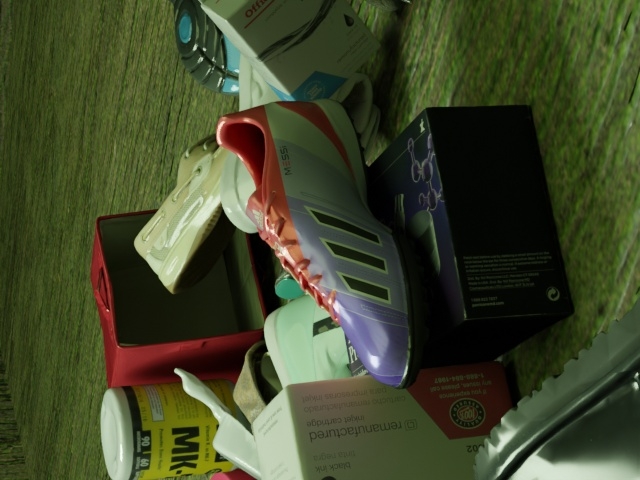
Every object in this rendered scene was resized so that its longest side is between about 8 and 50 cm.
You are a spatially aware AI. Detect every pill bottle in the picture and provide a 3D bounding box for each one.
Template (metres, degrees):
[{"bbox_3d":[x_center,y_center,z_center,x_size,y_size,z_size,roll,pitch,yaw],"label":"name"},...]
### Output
[{"bbox_3d":[-0.160,0.233,1.901,0.119,0.208,0.119,177,90,-70],"label":"pill bottle"}]

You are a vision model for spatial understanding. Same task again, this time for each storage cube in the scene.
[{"bbox_3d":[-0.185,0.080,1.955,0.193,0.215,0.184,113,147,-62],"label":"storage cube"}]

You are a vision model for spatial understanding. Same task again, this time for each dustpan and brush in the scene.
[{"bbox_3d":[-0.098,0.229,1.807,0.060,0.211,0.147,-56,-7,-11],"label":"dustpan and brush"}]

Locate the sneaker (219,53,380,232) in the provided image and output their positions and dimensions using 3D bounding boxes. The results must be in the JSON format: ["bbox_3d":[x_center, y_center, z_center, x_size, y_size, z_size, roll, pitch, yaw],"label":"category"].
[{"bbox_3d":[-0.002,-0.155,1.602,0.169,0.108,0.292,-21,49,38],"label":"sneaker"}]

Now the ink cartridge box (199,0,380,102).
[{"bbox_3d":[-0.037,-0.216,1.453,0.180,0.104,0.060,47,176,-37],"label":"ink cartridge box"}]

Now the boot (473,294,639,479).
[{"bbox_3d":[0.260,0.274,0.915,0.367,0.146,0.445,114,142,-54],"label":"boot"}]

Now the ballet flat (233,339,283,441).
[{"bbox_3d":[-0.028,0.188,1.702,0.316,0.107,0.106,-144,64,-63],"label":"ballet flat"}]

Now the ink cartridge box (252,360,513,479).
[{"bbox_3d":[0.076,0.259,1.280,0.117,0.207,0.283,126,136,-62],"label":"ink cartridge box"}]

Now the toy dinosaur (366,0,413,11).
[{"bbox_3d":[0.059,-0.288,1.420,0.313,0.121,0.160,-122,22,-44],"label":"toy dinosaur"}]

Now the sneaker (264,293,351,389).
[{"bbox_3d":[0.046,0.162,1.513,0.151,0.094,0.256,-30,80,42],"label":"sneaker"}]

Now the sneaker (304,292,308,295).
[{"bbox_3d":[0.019,0.017,1.610,0.086,0.064,0.192,1,94,62],"label":"sneaker"}]

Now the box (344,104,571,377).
[{"bbox_3d":[0.101,0.015,1.332,0.261,0.103,0.184,134,132,-63],"label":"box"}]

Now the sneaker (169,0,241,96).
[{"bbox_3d":[-0.110,-0.290,1.809,0.341,0.139,0.125,61,138,43],"label":"sneaker"}]

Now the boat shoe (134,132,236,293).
[{"bbox_3d":[-0.124,-0.074,1.787,0.098,0.109,0.302,44,120,17],"label":"boat shoe"}]

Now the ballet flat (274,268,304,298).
[{"bbox_3d":[-0.021,0.034,1.755,0.114,0.041,0.041,134,130,-63],"label":"ballet flat"}]

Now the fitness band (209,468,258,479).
[{"bbox_3d":[-0.119,0.430,2.055,0.291,0.054,0.209,116,147,-51],"label":"fitness band"}]

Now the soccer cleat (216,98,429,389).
[{"bbox_3d":[0.000,0.000,1.285,0.108,0.116,0.318,108,151,-43],"label":"soccer cleat"}]
